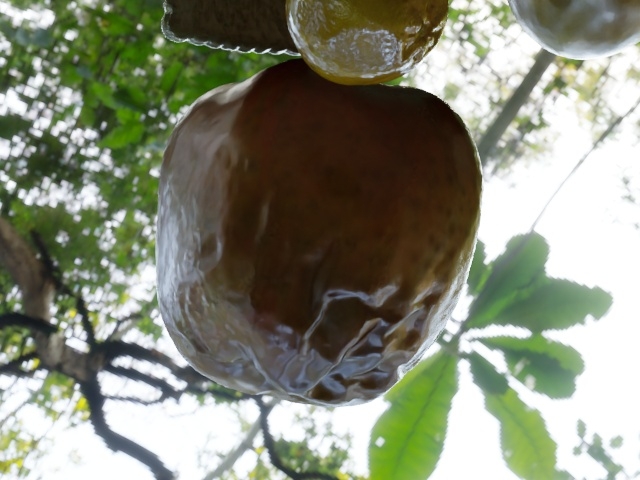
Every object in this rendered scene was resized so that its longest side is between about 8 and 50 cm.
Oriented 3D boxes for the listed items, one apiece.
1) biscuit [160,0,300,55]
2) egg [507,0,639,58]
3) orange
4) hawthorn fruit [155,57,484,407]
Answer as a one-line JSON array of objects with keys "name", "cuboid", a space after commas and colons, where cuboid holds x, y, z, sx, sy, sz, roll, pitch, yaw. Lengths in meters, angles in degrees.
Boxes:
[{"name": "biscuit", "cuboid": [-0.095, -0.406, 1.351, 0.217, 0.325, 0.044, 1, -173, -30]}, {"name": "egg", "cuboid": [0.421, -0.443, 1.599, 0.282, 0.351, 0.283, 7, -134, -8]}, {"name": "orange", "cuboid": [0.046, -0.215, 0.967, 0.136, 0.159, 0.159, 36, -151, 30]}, {"name": "hawthorn fruit", "cuboid": [0.000, 0.000, 1.389, 0.471, 0.472, 0.472, 22, -148, -15]}]
